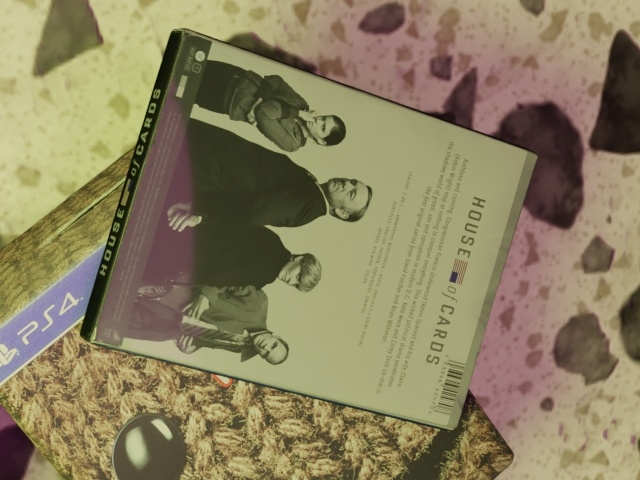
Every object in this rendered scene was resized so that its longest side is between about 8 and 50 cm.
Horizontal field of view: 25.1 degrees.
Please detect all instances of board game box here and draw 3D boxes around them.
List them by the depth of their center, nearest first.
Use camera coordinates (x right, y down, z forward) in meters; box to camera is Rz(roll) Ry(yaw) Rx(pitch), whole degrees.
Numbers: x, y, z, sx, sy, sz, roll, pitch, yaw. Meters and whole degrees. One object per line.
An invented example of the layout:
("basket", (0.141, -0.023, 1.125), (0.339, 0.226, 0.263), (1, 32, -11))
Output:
("board game box", (-0.060, 0.090, 0.913), (0.232, 0.141, 0.291), (-41, 112, -13))

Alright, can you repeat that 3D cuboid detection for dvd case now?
("dvd case", (0.000, 0.000, 0.831), (0.239, 0.029, 0.179), (17, 91, -26))
